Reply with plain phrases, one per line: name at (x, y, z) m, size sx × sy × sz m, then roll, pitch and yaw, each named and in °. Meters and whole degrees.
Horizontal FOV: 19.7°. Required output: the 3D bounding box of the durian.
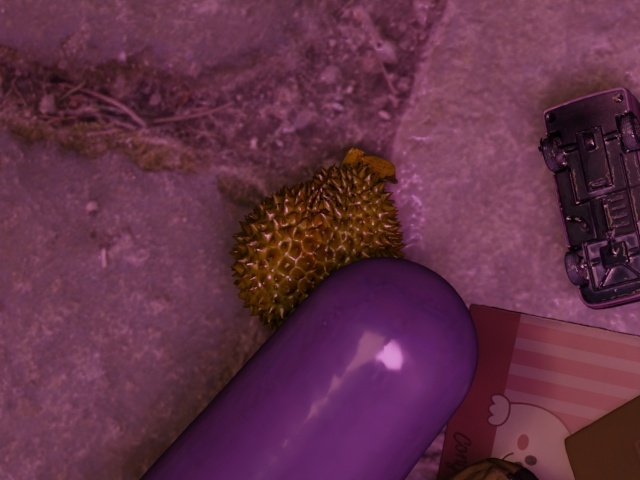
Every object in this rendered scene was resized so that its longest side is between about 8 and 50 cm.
durian at (0.003, 0.012, 1.811) m, size 0.198 × 0.146 × 0.159 m, roll -36°, pitch 73°, yaw 16°

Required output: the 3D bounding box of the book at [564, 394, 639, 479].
book at (0.386, 0.158, 1.621) m, size 0.352 × 0.239 × 0.035 m, roll -33°, pitch 116°, yaw 13°

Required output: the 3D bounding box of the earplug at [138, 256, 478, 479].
earplug at (-0.029, 0.207, 1.726) m, size 0.215 × 0.215 × 0.456 m, roll 44°, pitch 107°, yaw 20°

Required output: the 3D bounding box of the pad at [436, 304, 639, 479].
pad at (0.209, 0.224, 1.778) m, size 0.202 × 0.005 × 0.299 m, roll 11°, pitch 86°, yaw 22°

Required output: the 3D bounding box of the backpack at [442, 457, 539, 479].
backpack at (0.163, 0.340, 1.707) m, size 0.207 × 0.140 × 0.253 m, roll -34°, pitch 81°, yaw 15°

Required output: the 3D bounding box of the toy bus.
toy bus at (0.276, -0.034, 1.735) m, size 0.096 × 0.108 × 0.199 m, roll -16°, pitch 75°, yaw 23°
